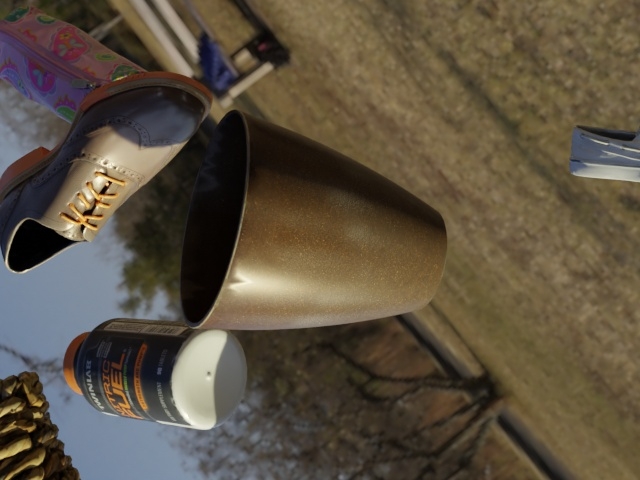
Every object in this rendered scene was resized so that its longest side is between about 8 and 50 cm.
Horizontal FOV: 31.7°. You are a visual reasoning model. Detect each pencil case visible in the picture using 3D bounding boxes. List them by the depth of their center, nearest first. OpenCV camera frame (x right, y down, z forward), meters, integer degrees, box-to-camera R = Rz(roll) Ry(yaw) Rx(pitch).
[{"bbox_3d":[-0.335,-0.223,1.539,0.284,0.124,0.124,33,168,34],"label":"pencil case"}]

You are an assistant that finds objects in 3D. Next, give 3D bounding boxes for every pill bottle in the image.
[{"bbox_3d":[-0.222,0.166,1.445,0.246,0.130,0.130,0,138,41],"label":"pill bottle"}]

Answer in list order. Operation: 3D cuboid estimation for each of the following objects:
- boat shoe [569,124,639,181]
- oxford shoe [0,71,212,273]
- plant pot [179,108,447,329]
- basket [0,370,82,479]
[{"bbox_3d":[0.484,-0.133,1.658,0.095,0.258,0.084,-23,-67,-52],"label":"boat shoe"},{"bbox_3d":[-0.253,-0.069,1.311,0.130,0.364,0.132,25,-131,-34],"label":"oxford shoe"},{"bbox_3d":[0.000,0.000,1.127,0.230,0.215,0.215,12,-164,-20],"label":"plant pot"},{"bbox_3d":[-0.280,0.238,0.837,0.299,0.214,0.223,-29,80,56],"label":"basket"}]
